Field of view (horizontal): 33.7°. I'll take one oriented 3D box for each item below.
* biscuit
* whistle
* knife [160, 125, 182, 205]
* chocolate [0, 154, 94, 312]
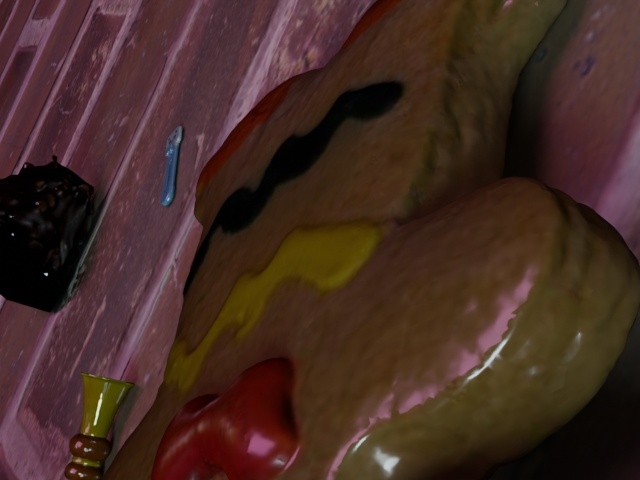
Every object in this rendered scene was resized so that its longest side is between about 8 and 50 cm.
[{"bbox_3d":[0.000,0.000,0.556,0.368,0.076,0.394,-35,30,43],"label":"biscuit"},{"bbox_3d":[-0.192,0.162,0.865,0.057,0.046,0.109,9,82,47],"label":"whistle"},{"bbox_3d":[-0.143,-0.070,0.999,0.027,0.010,0.096,-42,35,38],"label":"knife"},{"bbox_3d":[-0.302,-0.022,1.145,0.156,0.156,0.133,-20,26,54],"label":"chocolate"}]
